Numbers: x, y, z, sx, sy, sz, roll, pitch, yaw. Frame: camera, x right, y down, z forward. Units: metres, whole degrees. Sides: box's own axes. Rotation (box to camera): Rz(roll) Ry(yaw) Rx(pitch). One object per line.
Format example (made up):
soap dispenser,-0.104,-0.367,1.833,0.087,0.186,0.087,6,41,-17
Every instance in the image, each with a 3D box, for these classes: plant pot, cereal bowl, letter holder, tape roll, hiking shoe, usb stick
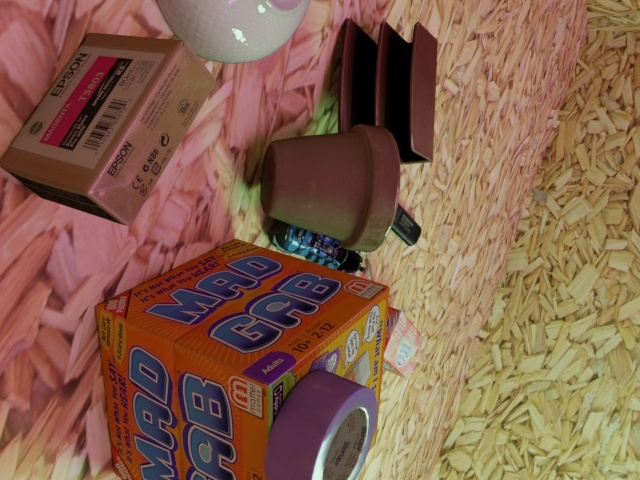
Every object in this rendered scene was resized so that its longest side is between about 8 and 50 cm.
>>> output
plant pot,0.006,-0.110,1.282,0.230,0.263,0.262,3,105,-18
cereal bowl,-0.108,-0.454,1.036,0.339,0.141,0.338,-36,135,-48
letter holder,0.153,-0.342,1.456,0.214,0.152,0.301,15,76,-58
tape roll,0.005,0.292,0.943,0.189,0.080,0.188,-33,131,-49
hiking shoe,0.000,0.000,1.457,0.304,0.132,0.113,28,80,-60
usb stick,0.244,-0.053,1.937,0.077,0.045,0.278,-63,150,-4

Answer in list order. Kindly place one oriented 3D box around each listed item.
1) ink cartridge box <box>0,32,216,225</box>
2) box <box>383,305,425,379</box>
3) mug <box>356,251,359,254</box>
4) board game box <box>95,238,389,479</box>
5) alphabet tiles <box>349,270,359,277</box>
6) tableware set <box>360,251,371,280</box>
ink cartridge box,-0.278,-0.154,0.842,0.234,0.193,0.088,-64,147,-17
box,0.192,0.295,1.917,0.142,0.154,0.300,-65,151,-15
mug,0.062,0.024,1.653,0.078,0.062,0.064,-48,135,-49
board game box,-0.125,0.254,1.145,0.356,0.357,0.356,-30,129,-51
alphabet tiles,0.059,0.203,1.660,0.284,0.021,0.277,-20,107,-55
tableware set,0.120,0.024,1.733,0.141,0.020,0.168,-85,166,-50
